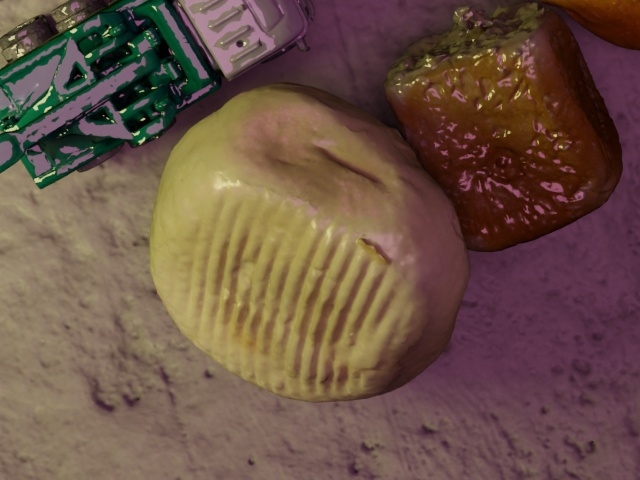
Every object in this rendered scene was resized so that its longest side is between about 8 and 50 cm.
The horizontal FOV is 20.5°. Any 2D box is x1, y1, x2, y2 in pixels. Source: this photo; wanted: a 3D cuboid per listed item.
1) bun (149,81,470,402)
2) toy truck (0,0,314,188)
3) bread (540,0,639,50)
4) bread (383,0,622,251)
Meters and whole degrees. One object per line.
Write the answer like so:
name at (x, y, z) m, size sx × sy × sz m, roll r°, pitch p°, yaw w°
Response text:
bun at (0.000, 0.000, 1.805) m, size 0.361 × 0.213 × 0.361 m, roll 18°, pitch 138°, yaw 17°
toy truck at (-0.181, -0.181, 1.789) m, size 0.363 × 0.178 × 0.176 m, roll -30°, pitch 105°, yaw 2°
bread at (0.334, -0.349, 1.753) m, size 0.328 × 0.148 × 0.337 m, roll 31°, pitch 118°, yaw -11°
bread at (0.188, -0.135, 1.819) m, size 0.195 × 0.176 × 0.246 m, roll -19°, pitch 113°, yaw 19°
